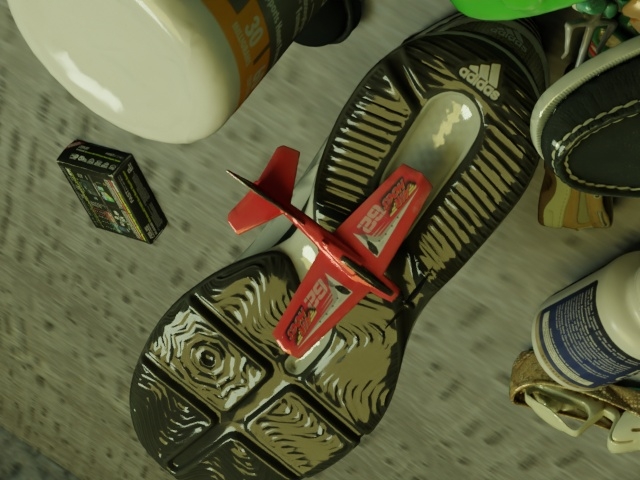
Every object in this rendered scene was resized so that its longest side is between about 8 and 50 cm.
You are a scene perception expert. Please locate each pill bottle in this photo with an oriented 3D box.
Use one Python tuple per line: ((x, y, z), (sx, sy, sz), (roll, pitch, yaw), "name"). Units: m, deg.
((-0.053, -0.206, 0.785), (0.162, 0.278, 0.162), (27, 151, 16), "pill bottle")
((0.257, 0.064, 1.053), (0.094, 0.094, 0.169), (38, 152, -4), "pill bottle")

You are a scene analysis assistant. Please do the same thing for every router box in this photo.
((-0.244, -0.056, 1.476), (0.092, 0.038, 0.122), (17, 147, 32), "router box")

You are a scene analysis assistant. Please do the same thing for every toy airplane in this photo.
((0.000, 0.000, 0.820), (0.151, 0.151, 0.028), (36, -167, 0), "toy airplane")

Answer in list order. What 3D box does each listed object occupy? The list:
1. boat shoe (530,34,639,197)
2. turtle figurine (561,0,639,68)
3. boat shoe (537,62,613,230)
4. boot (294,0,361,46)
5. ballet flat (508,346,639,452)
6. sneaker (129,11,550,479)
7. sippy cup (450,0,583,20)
((0.271, -0.065, 0.691), (0.303, 0.091, 0.114), (-12, 141, 11), "boat shoe")
((0.222, -0.144, 0.749), (0.175, 0.118, 0.234), (19, 143, -24), "turtle figurine")
((0.209, -0.067, 0.952), (0.072, 0.068, 0.190), (14, 157, 13), "boat shoe")
((-0.092, -0.189, 0.929), (0.094, 0.207, 0.246), (4, 140, 44), "boot")
((0.276, 0.170, 1.223), (0.206, 0.067, 0.073), (18, 147, 29), "ballet flat")
((0.037, 0.005, 0.977), (0.169, 0.257, 0.447), (40, 119, 1), "sneaker")
((0.105, -0.260, 0.585), (0.306, 0.240, 0.224), (-9, 125, 48), "sippy cup")
